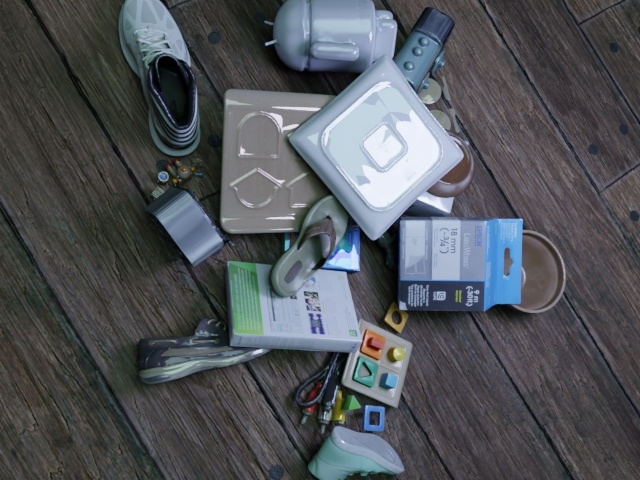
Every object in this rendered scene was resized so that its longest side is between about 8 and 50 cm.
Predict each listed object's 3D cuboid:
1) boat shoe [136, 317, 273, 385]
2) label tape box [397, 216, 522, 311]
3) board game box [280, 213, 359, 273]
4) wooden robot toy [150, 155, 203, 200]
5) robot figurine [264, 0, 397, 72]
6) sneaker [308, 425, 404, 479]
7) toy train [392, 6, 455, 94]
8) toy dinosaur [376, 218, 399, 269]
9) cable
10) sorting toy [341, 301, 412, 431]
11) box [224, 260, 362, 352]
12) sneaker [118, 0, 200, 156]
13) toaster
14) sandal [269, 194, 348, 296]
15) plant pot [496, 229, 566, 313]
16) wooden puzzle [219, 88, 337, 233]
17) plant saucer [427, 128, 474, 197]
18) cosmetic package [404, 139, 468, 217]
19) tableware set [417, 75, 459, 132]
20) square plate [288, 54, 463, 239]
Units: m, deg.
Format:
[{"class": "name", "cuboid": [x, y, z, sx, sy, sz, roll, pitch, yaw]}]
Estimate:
[{"class": "boat shoe", "cuboid": [-0.265, 0.246, 1.610, 0.355, 0.132, 0.130, -11, 82, -21]}, {"class": "label tape box", "cuboid": [0.373, 0.060, 1.777, 0.334, 0.106, 0.240, 0, 96, 5]}, {"class": "board game box", "cuboid": [0.000, 0.000, 1.792, 0.210, 0.047, 0.160, 6, 76, -17]}, {"class": "wooden robot toy", "cuboid": [-0.361, -0.171, 1.698, 0.173, 0.079, 0.076, -39, 92, -22]}, {"class": "robot figurine", "cuboid": [0.024, -0.560, 1.827, 0.353, 0.300, 0.199, -1, 123, -6]}, {"class": "sneaker", "cuboid": [0.084, 0.562, 1.690, 0.256, 0.094, 0.151, 30, 108, -30]}, {"class": "toy train", "cuboid": [0.258, -0.494, 1.892, 0.142, 0.190, 0.334, 31, 74, 5]}, {"class": "toy dinosaur", "cuboid": [0.157, -0.054, 1.830, 0.268, 0.064, 0.118, 56, 37, -15]}, {"class": "cable", "cuboid": [0.024, 0.349, 1.735, 0.139, 0.072, 0.287, 17, 60, 4]}, {"class": "sorting toy", "cuboid": [0.157, 0.316, 1.741, 0.196, 0.047, 0.347, 29, 64, -24]}, {"class": "box", "cuboid": [-0.072, 0.163, 1.666, 0.322, 0.058, 0.232, 8, 43, -19]}, {"class": "sneaker", "cuboid": [-0.379, -0.455, 1.659, 0.169, 0.257, 0.447, -15, 83, -20]}, {"class": "toaster", "cuboid": [-0.319, -0.035, 1.614, 0.110, 0.186, 0.168, -40, 112, -15]}, {"class": "sandal", "cuboid": [-0.010, 0.017, 1.662, 0.120, 0.086, 0.303, 44, 63, -24]}, {"class": "plant pot", "cuboid": [0.568, 0.096, 1.919, 0.237, 0.110, 0.237, 4, 76, -16]}, {"class": "wooden puzzle", "cuboid": [-0.099, -0.197, 1.696, 0.322, 0.080, 0.347, -2, 100, -25]}, {"class": "plant saucer", "cuboid": [0.334, -0.214, 1.806, 0.199, 0.036, 0.198, 4, 77, -18]}, {"class": "cosmetic package", "cuboid": [0.262, -0.200, 1.871, 0.224, 0.138, 0.224, 22, 74, -12]}, {"class": "tableware set", "cuboid": [0.326, -0.388, 1.988, 0.128, 0.039, 0.194, -10, 75, -7]}, {"class": "square plate", "cuboid": [0.155, -0.237, 1.698, 0.347, 0.049, 0.344, -42, 101, -11]}]
